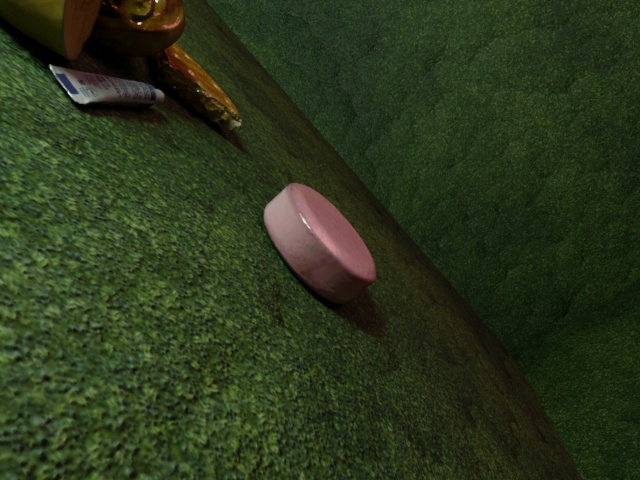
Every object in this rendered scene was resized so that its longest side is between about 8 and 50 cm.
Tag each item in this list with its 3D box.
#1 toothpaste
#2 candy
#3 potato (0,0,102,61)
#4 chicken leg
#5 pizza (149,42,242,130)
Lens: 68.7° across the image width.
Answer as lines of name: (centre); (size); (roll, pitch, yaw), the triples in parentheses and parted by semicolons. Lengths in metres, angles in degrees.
toothpaste: (-0.296, -0.218, 0.683); (0.062, 0.037, 0.216); (50, 19, -1)
candy: (0.000, 0.000, 0.886); (0.255, 0.094, 0.255); (44, 16, -16)
potato: (-0.364, -0.355, 0.587); (0.157, 0.204, 0.178); (19, -1, -18)
chicken leg: (-0.408, -0.478, 0.795); (0.294, 0.182, 0.410); (7, 38, -45)
pizza: (-0.280, -0.331, 0.964); (0.292, 0.058, 0.197); (46, 16, -7)
